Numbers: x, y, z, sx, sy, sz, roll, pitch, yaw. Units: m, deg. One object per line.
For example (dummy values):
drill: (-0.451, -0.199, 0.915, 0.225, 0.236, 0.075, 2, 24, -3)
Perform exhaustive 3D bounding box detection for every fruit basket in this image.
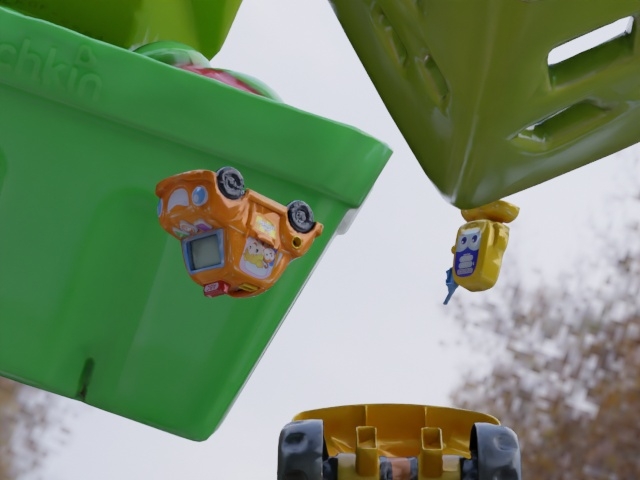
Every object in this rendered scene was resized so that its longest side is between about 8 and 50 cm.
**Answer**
fruit basket: (-0.134, -0.111, 1.005, 0.392, 0.392, 0.283, 22, -5, 0)

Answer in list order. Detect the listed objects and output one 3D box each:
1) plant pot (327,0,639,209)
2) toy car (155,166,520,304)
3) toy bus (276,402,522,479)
plant pot: (0.085, -0.163, 0.465, 0.207, 0.227, 0.228, 76, -12, -82)
toy car: (0.000, 0.000, 0.645, 0.122, 0.041, 0.060, -2, -24, 35)
toy bus: (0.044, 0.227, 1.164, 0.149, 0.220, 0.211, 2, -70, -1)
